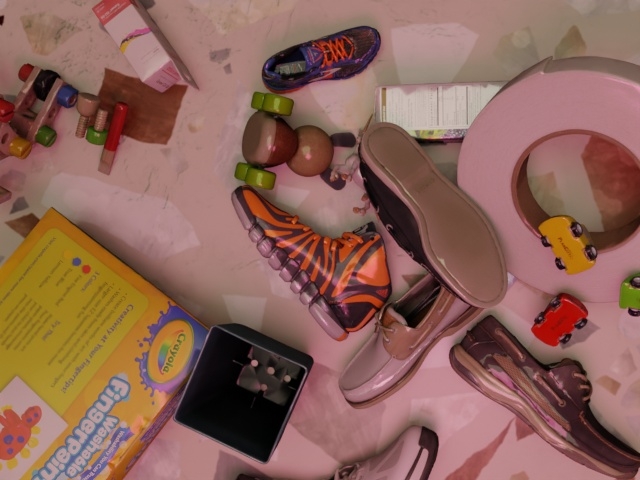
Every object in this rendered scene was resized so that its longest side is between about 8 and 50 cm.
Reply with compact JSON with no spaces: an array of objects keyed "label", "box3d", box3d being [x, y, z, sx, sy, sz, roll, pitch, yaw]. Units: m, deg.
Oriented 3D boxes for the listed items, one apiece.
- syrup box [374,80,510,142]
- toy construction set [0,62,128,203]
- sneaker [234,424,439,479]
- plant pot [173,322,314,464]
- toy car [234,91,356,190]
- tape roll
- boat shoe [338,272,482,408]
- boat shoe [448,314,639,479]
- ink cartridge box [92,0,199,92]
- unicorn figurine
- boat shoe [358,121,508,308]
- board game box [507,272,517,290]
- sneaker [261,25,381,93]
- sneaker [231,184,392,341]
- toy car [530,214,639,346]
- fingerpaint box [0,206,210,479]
[{"label":"syrup box","box3d":[0.211,-0.212,1.487,0.236,0.093,0.096,-1,91,9]},{"label":"toy construction set","box3d":[-0.521,-0.170,1.571,0.308,0.257,0.237,15,112,-14]},{"label":"sneaker","box3d":[-0.013,0.443,1.494,0.257,0.169,0.448,38,99,5]},{"label":"plant pot","box3d":[-0.106,0.236,1.472,0.165,0.234,0.166,24,93,8]},{"label":"toy car","box3d":[-0.034,-0.158,1.531,0.188,0.149,0.155,12,97,-20]},{"label":"tape roll","box3d":[0.401,-0.086,1.350,0.391,0.072,0.392,15,125,22]},{"label":"boat shoe","box3d":[0.136,0.148,1.481,0.302,0.113,0.103,-44,126,-1]},{"label":"boat shoe","box3d":[0.381,0.251,1.449,0.355,0.132,0.130,35,96,6]},{"label":"ink cartridge box","box3d":[-0.302,-0.332,1.554,0.067,0.115,0.198,-36,85,7]},{"label":"unicorn figurine","box3d":[0.070,-0.117,1.521,0.060,0.111,0.162,-9,114,39]},{"label":"boat shoe","box3d":[0.166,-0.026,1.419,0.127,0.113,0.340,-35,80,-25]},{"label":"board game box","box3d":[0.305,0.032,1.513,0.090,0.020,0.090,40,96,6]},{"label":"sneaker","box3d":[-0.001,-0.309,1.522,0.221,0.087,0.083,-21,88,9]},{"label":"sneaker","box3d":[0.000,0.000,1.522,0.180,0.124,0.321,-39,96,3]},{"label":"toy car","box3d":[0.439,0.070,1.344,0.224,0.053,0.239,10,124,24]},{"label":"fingerpaint box","box3d":[-0.442,0.237,1.519,0.371,0.163,0.445,36,81,7]}]
